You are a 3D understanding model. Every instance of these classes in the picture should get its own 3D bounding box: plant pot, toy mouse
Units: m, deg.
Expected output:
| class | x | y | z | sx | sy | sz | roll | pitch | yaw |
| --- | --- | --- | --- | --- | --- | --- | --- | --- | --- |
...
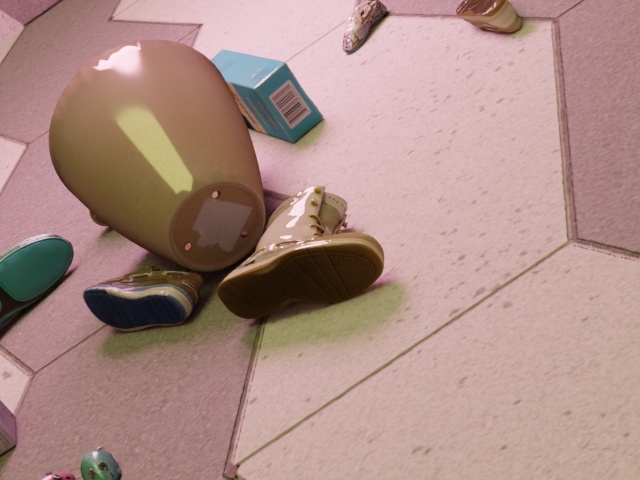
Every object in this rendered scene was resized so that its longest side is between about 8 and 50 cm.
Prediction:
| class | x | y | z | sx | sy | sz | roll | pitch | yaw |
| --- | --- | --- | --- | --- | --- | --- | --- | --- | --- |
| plant pot | -0.179 | -0.084 | 1.880 | 0.256 | 0.256 | 0.274 | -37 | 40 | -4 |
| toy mouse | -0.264 | 0.256 | 1.574 | 0.161 | 0.031 | 0.143 | -20 | 28 | 32 |

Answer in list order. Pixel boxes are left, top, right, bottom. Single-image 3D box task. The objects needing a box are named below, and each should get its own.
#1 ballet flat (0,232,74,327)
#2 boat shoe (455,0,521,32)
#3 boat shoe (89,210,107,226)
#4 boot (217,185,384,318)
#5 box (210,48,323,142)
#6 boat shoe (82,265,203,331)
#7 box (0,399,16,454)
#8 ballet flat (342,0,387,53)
| class | x | y | z | sx | sy | sz | roll | pitch | yaw |
| --- | --- | --- | --- | --- | --- | --- | --- | --- | --- |
| ballet flat | -0.458 | 0.078 | 2.114 | 0.247 | 0.083 | 0.087 | -44 | 11 | -24 |
| boat shoe | 0.223 | -0.302 | 1.972 | 0.056 | 0.048 | 0.153 | -49 | 17 | 0 |
| boat shoe | -0.277 | -0.087 | 2.217 | 0.178 | 0.064 | 0.060 | -54 | -4 | -21 |
| boot | 0.000 | 0.000 | 1.654 | 0.213 | 0.077 | 0.165 | -17 | 27 | 37 |
| box | -0.091 | -0.209 | 2.133 | 0.060 | 0.100 | 0.244 | -41 | 24 | -12 |
| boat shoe | -0.214 | 0.068 | 1.832 | 0.183 | 0.066 | 0.066 | 1 | 37 | 39 |
| box | -0.453 | 0.221 | 1.774 | 0.137 | 0.126 | 0.072 | -34 | 25 | 3 |
| ballet flat | 0.058 | -0.326 | 2.230 | 0.041 | 0.041 | 0.114 | -9 | 35 | 46 |
